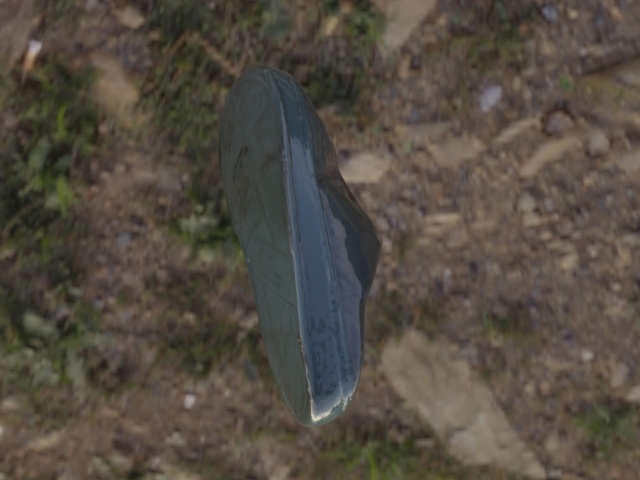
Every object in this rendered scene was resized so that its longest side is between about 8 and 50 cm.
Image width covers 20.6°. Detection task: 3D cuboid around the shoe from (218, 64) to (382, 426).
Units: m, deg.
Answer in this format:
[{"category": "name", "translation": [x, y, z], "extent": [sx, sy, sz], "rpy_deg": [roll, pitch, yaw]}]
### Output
[{"category": "shoe", "translation": [0.000, 0.000, 1.216], "extent": [0.100, 0.103, 0.251], "rpy_deg": [-7, 85, -29]}]
